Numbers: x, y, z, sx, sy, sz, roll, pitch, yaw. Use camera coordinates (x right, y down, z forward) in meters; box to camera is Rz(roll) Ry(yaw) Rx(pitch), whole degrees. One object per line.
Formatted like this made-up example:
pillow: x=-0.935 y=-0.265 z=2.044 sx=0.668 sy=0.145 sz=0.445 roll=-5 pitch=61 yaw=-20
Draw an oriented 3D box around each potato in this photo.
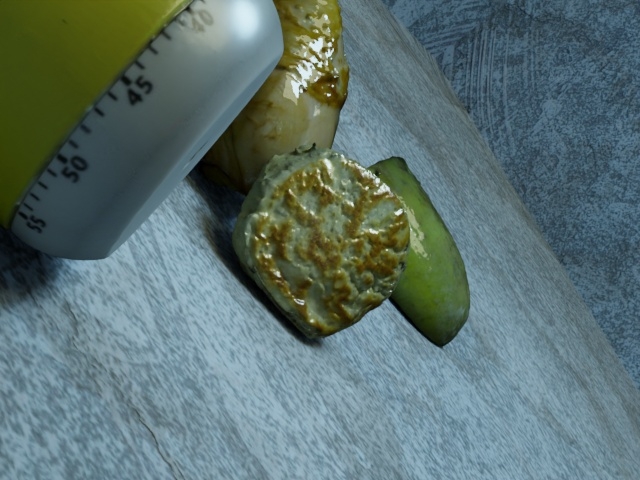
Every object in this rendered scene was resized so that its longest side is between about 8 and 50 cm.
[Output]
potato: x=0.139 y=0.017 z=2.072 sx=0.255 sy=0.112 sz=0.269 roll=56 pitch=15 yaw=9

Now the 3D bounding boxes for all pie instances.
pie: x=0.000 y=0.000 z=1.553 sx=0.205 sy=0.179 sz=0.084 roll=46 pitch=-15 yaw=-24

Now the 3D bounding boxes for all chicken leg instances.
chicken leg: x=-0.059 y=-0.229 z=1.709 sx=0.182 sy=0.409 sz=0.295 roll=12 pitch=-13 yaw=-8

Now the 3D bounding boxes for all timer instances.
timer: x=-0.191 y=-0.149 z=1.075 sx=0.285 sy=0.285 sz=0.285 roll=49 pitch=14 yaw=-17
